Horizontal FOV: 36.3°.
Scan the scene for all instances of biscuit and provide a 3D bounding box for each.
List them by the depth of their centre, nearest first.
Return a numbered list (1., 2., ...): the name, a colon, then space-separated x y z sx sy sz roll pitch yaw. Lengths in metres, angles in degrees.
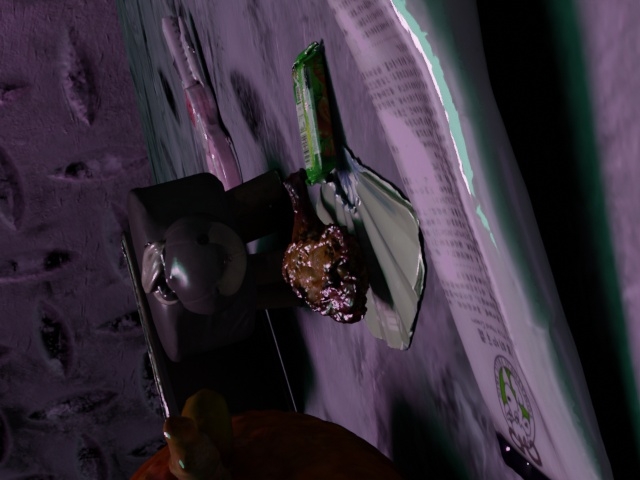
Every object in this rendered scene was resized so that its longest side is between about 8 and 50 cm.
1. biscuit: -0.004 -0.079 0.626 0.046 0.016 0.089 170 91 -75

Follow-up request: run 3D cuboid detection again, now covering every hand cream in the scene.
1. hand cream: 0.046 -0.048 0.368 0.121 0.076 0.336 -143 34 -79

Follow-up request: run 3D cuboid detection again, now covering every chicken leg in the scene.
1. chicken leg: -0.001 0.004 0.637 0.145 0.037 0.062 -127 46 -58

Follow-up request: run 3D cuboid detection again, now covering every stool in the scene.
1. stool: -0.086 0.024 0.838 0.228 0.139 0.153 -133 30 -64

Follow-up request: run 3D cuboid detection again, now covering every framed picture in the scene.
1. framed picture: -0.110 0.100 1.006 0.252 0.014 0.197 20 -131 -63

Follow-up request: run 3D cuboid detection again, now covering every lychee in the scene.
1. lychee: -0.036 0.216 0.582 0.300 0.255 0.255 56 176 -22

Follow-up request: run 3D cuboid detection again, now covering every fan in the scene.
1. fan: 0.028 0.004 0.616 0.240 0.009 0.131 -176 71 -77

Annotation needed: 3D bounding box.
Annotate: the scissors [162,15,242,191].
1. scissors: -0.137 -0.152 1.136 0.118 0.030 0.242 120 131 -73
